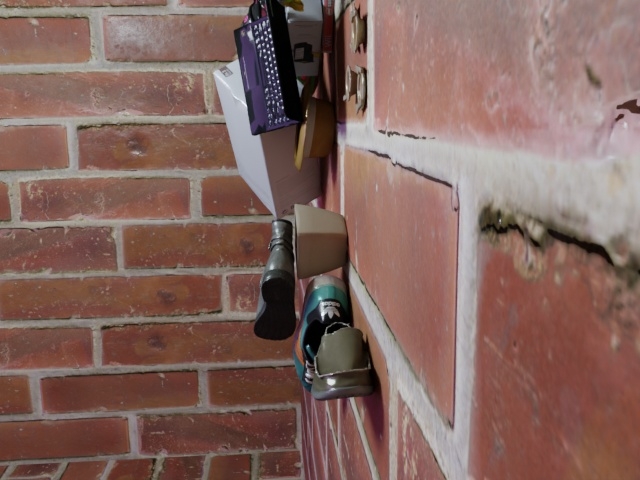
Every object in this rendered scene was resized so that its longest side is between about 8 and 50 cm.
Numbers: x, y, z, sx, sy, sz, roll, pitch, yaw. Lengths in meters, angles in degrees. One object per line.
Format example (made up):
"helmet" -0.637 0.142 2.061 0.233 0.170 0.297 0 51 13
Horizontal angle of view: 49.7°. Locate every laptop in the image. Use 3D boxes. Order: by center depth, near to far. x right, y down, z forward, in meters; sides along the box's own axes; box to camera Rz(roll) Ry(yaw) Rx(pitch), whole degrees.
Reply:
"laptop" -0.123 -0.340 1.380 0.264 0.136 0.234 -4 97 47

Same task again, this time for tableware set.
"tableware set" 0.052 -0.278 1.054 0.141 0.020 0.169 -108 17 -76

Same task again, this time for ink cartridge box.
"ink cartridge box" -0.039 -0.459 1.492 0.175 0.072 0.127 97 169 -65

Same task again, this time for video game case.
"video game case" 0.010 -0.573 1.463 0.204 0.025 0.285 -97 7 -51

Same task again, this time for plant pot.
"plant pot" 0.000 0.000 1.329 0.109 0.096 0.109 -98 7 -55

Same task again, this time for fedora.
"fedora" -0.011 -0.243 1.496 0.194 0.079 0.194 -175 90 -84

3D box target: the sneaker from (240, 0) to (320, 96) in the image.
"sneaker" -0.110 -0.562 1.705 0.185 0.202 0.483 -55 -27 -54

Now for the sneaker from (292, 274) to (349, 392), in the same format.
"sneaker" -0.001 0.215 1.342 0.121 0.108 0.302 -90 3 -51

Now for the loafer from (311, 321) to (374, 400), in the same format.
"loafer" 0.026 0.180 1.060 0.251 0.094 0.087 -141 45 -84

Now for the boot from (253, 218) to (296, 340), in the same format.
"boot" -0.081 0.082 1.386 0.246 0.083 0.161 102 173 -50

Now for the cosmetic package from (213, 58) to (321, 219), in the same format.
"cosmetic package" -0.125 -0.260 1.741 0.217 0.156 0.385 50 161 28

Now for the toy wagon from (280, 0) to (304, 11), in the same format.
"toy wagon" -0.059 -0.523 1.161 0.267 0.068 0.344 48 156 22
